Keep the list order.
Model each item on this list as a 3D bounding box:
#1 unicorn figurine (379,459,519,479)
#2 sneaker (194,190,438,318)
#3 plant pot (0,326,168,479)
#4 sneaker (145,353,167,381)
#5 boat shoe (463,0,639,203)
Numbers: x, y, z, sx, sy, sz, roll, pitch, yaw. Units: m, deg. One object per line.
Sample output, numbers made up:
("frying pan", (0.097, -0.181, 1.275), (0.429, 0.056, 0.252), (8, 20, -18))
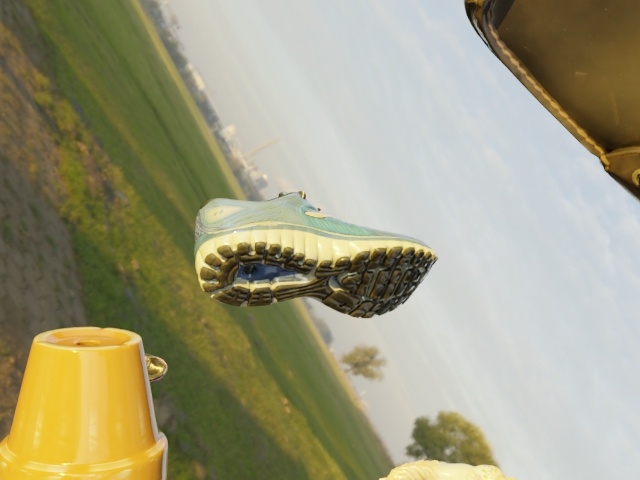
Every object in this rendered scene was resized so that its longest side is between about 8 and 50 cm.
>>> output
("unicorn figurine", (0.140, 0.257, 0.795), (0.111, 0.162, 0.060), (41, 38, -46))
("sneaker", (0.000, 0.000, 0.931), (0.129, 0.330, 0.147), (-59, -143, 32))
("plant pot", (-0.289, 0.211, 0.939), (0.205, 0.205, 0.188), (-142, -125, -81))
("sneaker", (-0.307, 0.193, 1.231), (0.119, 0.047, 0.057), (17, -25, 10))
("boat shoe", (0.234, -0.057, 0.408), (0.355, 0.132, 0.130), (26, 42, -17))
